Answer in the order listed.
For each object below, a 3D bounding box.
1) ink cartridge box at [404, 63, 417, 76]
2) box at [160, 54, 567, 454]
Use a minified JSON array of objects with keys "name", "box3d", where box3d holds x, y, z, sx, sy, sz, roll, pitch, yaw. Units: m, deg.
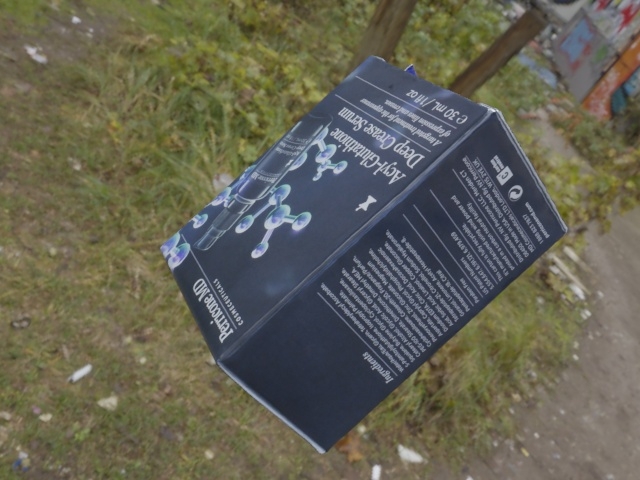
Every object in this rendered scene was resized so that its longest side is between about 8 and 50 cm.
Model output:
[{"name":"ink cartridge box","box3d":[0.122,-0.127,1.206,0.045,0.224,0.223,35,-11,42]},{"name":"box","box3d":[0.038,0.000,0.937,0.212,0.395,0.293,48,-1,-34]}]
